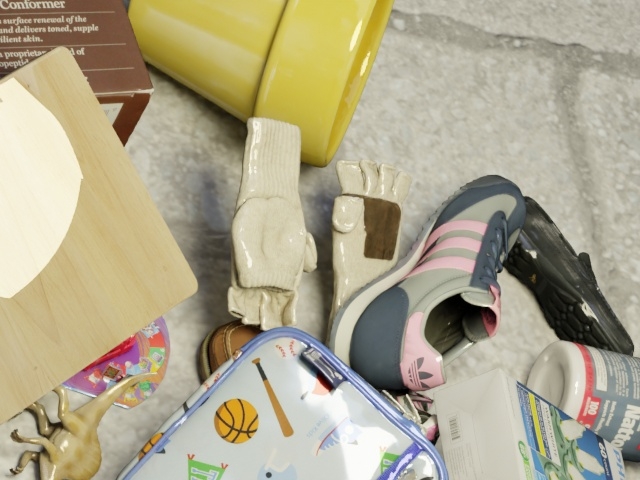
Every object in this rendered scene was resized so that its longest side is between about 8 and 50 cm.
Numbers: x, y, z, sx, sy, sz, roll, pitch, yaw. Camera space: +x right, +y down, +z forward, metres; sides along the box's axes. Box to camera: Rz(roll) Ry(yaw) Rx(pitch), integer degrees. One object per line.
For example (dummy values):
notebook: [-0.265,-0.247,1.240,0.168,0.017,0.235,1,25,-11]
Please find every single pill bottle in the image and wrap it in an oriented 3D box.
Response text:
pill bottle: [0.312,0.172,2.024,0.180,0.108,0.108,13,54,-20]

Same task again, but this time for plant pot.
plant pot: [-0.062,-0.231,2.022,0.239,0.254,0.254,20,50,5]

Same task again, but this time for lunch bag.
lunch bag: [-0.039,0.237,1.714,0.243,0.115,0.303,44,80,8]

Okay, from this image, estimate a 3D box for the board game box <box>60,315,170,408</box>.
board game box: [-0.215,0.079,1.852,0.169,0.033,0.133,21,52,-15]

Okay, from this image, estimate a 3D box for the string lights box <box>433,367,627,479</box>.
string lights box: [0.211,0.231,1.871,0.260,0.077,0.133,34,40,-49]

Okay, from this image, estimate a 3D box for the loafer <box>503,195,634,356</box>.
loafer: [0.266,0.042,2.107,0.078,0.076,0.223,-29,72,-31]

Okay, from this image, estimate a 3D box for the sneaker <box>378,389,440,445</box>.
sneaker: [0.075,0.180,1.888,0.077,0.178,0.072,26,94,6]

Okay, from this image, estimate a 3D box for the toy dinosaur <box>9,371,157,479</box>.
toy dinosaur: [-0.230,0.172,1.782,0.092,0.053,0.183,42,55,-18]

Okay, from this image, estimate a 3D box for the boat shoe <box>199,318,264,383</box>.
boat shoe: [0.002,0.189,1.847,0.111,0.104,0.307,-25,73,-37]

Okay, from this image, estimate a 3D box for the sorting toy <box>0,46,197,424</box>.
sorting toy: [-0.283,0.000,1.756,0.255,0.089,0.257,-34,104,-26]

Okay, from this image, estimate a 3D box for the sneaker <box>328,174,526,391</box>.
sneaker: [0.145,0.049,1.962,0.131,0.112,0.319,13,44,35]

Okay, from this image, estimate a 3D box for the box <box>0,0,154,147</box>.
box: [-0.319,-0.262,1.957,0.191,0.143,0.381,-6,61,-31]

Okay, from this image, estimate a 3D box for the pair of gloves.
pair of gloves: [0.000,0.000,1.912,0.240,0.042,0.204,21,73,-46]
